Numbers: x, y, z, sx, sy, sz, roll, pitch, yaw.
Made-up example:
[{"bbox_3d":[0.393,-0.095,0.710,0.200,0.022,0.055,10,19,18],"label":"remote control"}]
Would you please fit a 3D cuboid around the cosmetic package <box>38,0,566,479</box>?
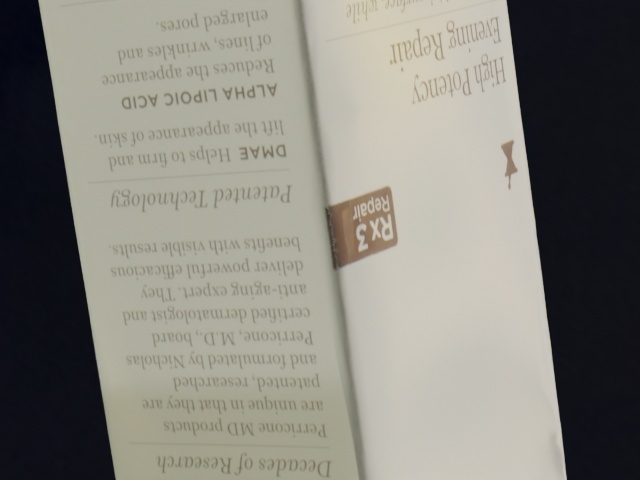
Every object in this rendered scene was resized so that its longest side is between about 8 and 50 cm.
[{"bbox_3d":[0.000,0.000,0.532,0.117,0.085,0.231,-24,-73,-56],"label":"cosmetic package"}]
